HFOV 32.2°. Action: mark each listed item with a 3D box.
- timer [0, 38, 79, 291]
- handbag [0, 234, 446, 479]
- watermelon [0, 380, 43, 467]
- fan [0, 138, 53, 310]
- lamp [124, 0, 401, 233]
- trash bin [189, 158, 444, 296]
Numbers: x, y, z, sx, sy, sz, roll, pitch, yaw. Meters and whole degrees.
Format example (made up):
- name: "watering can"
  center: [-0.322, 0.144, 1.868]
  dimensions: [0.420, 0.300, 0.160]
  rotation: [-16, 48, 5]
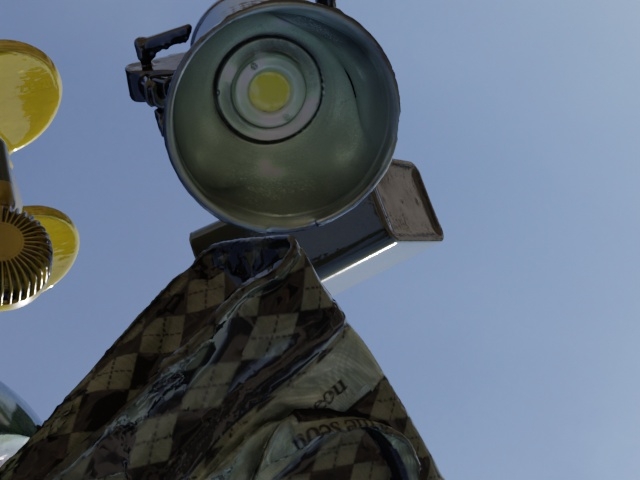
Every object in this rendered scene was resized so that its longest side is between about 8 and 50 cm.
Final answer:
- name: "timer"
  center: [-0.450, -0.028, 1.189]
  dimensions: [0.387, 0.376, 0.376]
  rotation: [-23, -122, -24]
- name: "handbag"
  center: [-0.046, 0.247, 0.900]
  dimensions: [0.317, 0.180, 0.416]
  rotation: [-43, -70, -38]
- name: "watermelon"
  center: [-0.346, 0.174, 0.932]
  dimensions: [0.188, 0.321, 0.175]
  rotation: [5, -116, -61]
- name: "fan"
  center: [-0.257, -0.020, 0.867]
  dimensions: [0.082, 0.039, 0.155]
  rotation: [-6, -121, -24]
- name: "lamp"
  center: [-0.048, -0.111, 0.773]
  dimensions: [0.172, 0.147, 0.227]
  rotation: [-12, -157, -6]
- name: "trash bin"
  center: [0.000, 0.000, 1.287]
  dimensions: [0.164, 0.240, 0.122]
  rotation: [1, -114, -62]
